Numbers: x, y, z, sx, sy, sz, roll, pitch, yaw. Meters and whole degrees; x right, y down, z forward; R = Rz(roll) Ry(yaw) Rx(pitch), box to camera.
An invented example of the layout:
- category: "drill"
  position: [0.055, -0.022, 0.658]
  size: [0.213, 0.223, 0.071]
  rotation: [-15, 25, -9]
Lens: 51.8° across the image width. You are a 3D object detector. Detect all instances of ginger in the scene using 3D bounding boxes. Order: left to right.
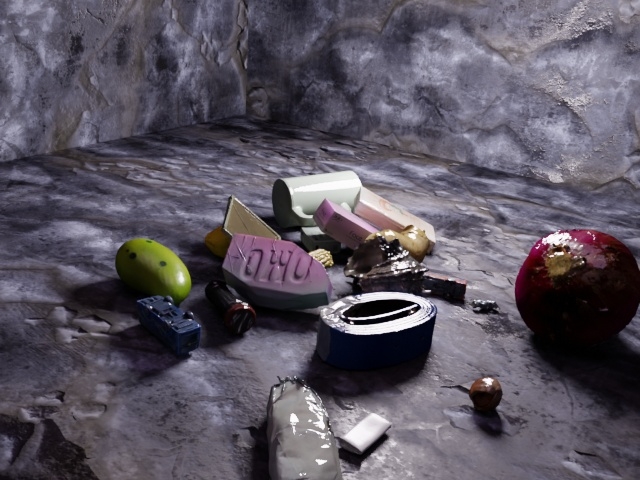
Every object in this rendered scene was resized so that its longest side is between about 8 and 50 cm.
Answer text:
- category: "ginger"
  position: [0.257, 0.031, 2.228]
  size: [0.267, 0.152, 0.138]
  rotation: [-2, -16, -39]

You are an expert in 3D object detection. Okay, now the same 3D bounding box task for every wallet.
- category: "wallet"
  position: [0.098, 0.418, 1.424]
  size: [0.061, 0.025, 0.122]
  rotation: [18, 25, 34]

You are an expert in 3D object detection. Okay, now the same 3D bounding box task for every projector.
- category: "projector"
  position: [0.000, 0.000, 2.382]
  size: [0.115, 0.061, 0.147]
  rotation: [-5, 24, -18]

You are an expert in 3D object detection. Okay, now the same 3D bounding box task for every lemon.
- category: "lemon"
  position: [-0.319, 0.004, 2.240]
  size: [0.154, 0.114, 0.114]
  rotation: [1, 22, 4]

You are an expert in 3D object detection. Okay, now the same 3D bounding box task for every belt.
- category: "belt"
  position: [0.153, 0.233, 1.768]
  size: [0.346, 0.117, 0.212]
  rotation: [-8, 27, -30]

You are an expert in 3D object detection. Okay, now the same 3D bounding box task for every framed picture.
- category: "framed picture"
  position: [-0.228, -0.019, 2.237]
  size: [0.247, 0.022, 0.335]
  rotation: [42, 14, -18]

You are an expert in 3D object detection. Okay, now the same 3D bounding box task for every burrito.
- category: "burrito"
  position: [-0.042, 0.399, 1.343]
  size: [0.138, 0.101, 0.445]
  rotation: [-3, 23, -7]

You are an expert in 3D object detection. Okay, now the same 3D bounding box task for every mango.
- category: "mango"
  position: [-0.494, 0.094, 1.961]
  size: [0.293, 0.143, 0.175]
  rotation: [33, 36, 33]

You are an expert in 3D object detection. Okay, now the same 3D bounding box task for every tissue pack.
- category: "tissue pack"
  position: [0.108, -0.036, 2.316]
  size: [0.246, 0.093, 0.148]
  rotation: [29, 13, -24]
- category: "tissue pack"
  position: [0.276, -0.077, 2.452]
  size: [0.325, 0.071, 0.170]
  rotation: [28, 22, -7]

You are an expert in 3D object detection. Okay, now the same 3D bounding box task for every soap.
- category: "soap"
  position: [-0.123, 0.101, 1.949]
  size: [0.323, 0.109, 0.193]
  rotation: [10, 59, 9]

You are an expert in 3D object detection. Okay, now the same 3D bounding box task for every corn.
- category: "corn"
  position: [-0.062, 0.093, 2.115]
  size: [0.086, 0.087, 0.288]
  rotation: [22, 31, 37]

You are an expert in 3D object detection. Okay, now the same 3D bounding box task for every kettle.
- category: "kettle"
  position: [-0.003, -0.139, 2.578]
  size: [0.317, 0.205, 0.265]
  rotation: [-6, 61, -26]

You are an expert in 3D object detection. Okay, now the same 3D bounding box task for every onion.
- category: "onion"
  position: [0.755, 0.159, 1.893]
  size: [0.385, 0.348, 0.347]
  rotation: [37, -4, -42]

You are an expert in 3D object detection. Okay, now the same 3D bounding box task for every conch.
- category: "conch"
  position: [0.195, 0.113, 2.032]
  size: [0.240, 0.186, 0.313]
  rotation: [-25, 38, -30]

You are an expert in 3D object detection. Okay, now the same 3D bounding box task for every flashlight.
- category: "flashlight"
  position: [-0.264, 0.183, 1.864]
  size: [0.092, 0.093, 0.232]
  rotation: [-8, 20, -28]

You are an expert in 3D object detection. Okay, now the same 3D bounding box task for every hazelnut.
- category: "hazelnut"
  position: [0.392, 0.362, 1.551]
  size: [0.086, 0.087, 0.086]
  rotation: [4, 22, -2]

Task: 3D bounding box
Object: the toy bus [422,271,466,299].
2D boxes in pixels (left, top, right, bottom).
- category: "toy bus"
  position: [0.374, 0.137, 2.119]
  size: [0.192, 0.065, 0.077]
  rotation: [12, 16, 16]

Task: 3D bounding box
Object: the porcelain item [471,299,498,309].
- category: "porcelain item"
  position: [0.509, 0.199, 2.035]
  size: [0.083, 0.028, 0.036]
  rotation: [3, -12, -10]

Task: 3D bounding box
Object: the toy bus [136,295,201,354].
- category: "toy bus"
  position: [-0.397, 0.217, 1.730]
  size: [0.079, 0.094, 0.236]
  rotation: [-21, 31, -35]
